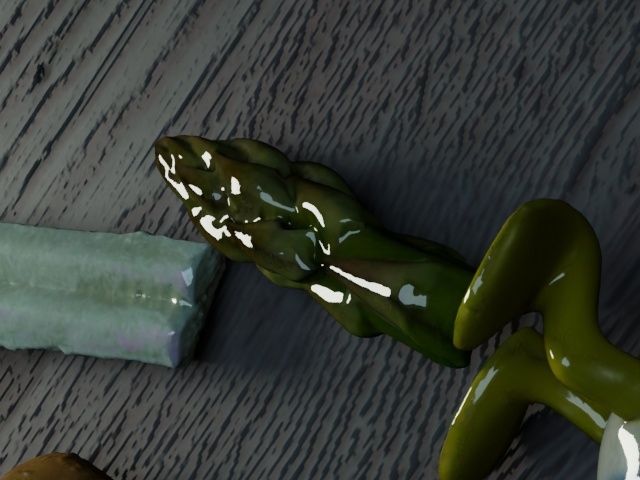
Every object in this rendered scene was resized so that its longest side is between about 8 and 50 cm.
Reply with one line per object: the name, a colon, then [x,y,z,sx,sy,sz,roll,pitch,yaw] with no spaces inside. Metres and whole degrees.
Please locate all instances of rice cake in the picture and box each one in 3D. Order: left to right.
rice cake: [-0.160,0.031,1.185,0.226,0.040,0.085,5,83,30]

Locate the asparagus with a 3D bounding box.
asparagus: [0.000,0.000,1.073,0.287,0.080,0.080,29,96,38]

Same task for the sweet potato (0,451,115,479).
sweet potato: [-0.098,0.227,1.086,0.097,0.097,0.292,-47,63,15]

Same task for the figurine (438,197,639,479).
figurine: [0.183,0.179,0.877,0.338,0.204,0.283,27,67,20]
